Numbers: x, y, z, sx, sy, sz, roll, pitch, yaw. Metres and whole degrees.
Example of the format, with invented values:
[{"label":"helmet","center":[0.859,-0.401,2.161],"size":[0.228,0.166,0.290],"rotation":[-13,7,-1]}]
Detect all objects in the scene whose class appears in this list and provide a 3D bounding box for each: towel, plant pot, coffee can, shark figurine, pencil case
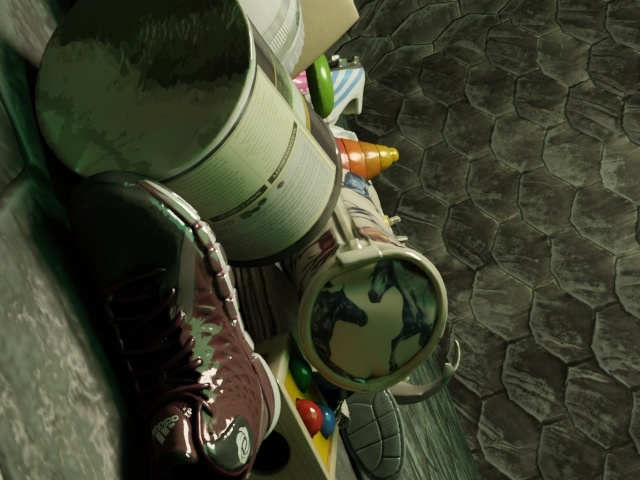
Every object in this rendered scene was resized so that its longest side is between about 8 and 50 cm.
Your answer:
[{"label":"towel","center":[-0.034,0.133,1.141],"size":[0.282,0.049,0.187],"rotation":[53,17,-55]},{"label":"plant pot","center":[-0.090,-0.346,1.296],"size":[0.256,0.274,0.257],"rotation":[-24,90,-80]},{"label":"coffee can","center":[-0.110,-0.103,0.812],"size":[0.275,0.201,0.202],"rotation":[44,25,-67]},{"label":"shark figurine","center":[0.104,0.234,1.380],"size":[0.116,0.278,0.166],"rotation":[-4,100,-48]},{"label":"pencil case","center":[0.032,0.025,1.016],"size":[0.410,0.159,0.184],"rotation":[-112,179,-72]}]

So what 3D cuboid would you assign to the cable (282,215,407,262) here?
[{"label":"cable","center":[0.023,0.027,1.274],"size":[0.072,0.287,0.140],"rotation":[-41,-123,58]}]

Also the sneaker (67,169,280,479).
[{"label":"sneaker","center":[-0.113,0.090,0.644],"size":[0.281,0.106,0.162],"rotation":[61,16,-24]}]

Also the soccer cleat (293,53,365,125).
[{"label":"soccer cleat","center":[-0.026,-0.276,1.646],"size":[0.331,0.116,0.143],"rotation":[-22,116,-42]}]

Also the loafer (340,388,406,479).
[{"label":"loafer","center":[0.064,0.243,1.306],"size":[0.084,0.096,0.268],"rotation":[54,12,-75]}]

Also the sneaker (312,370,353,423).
[{"label":"sneaker","center":[0.007,0.197,0.986],"size":[0.188,0.067,0.078],"rotation":[121,-38,-61]}]

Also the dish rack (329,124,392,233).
[{"label":"dish rack","center":[0.017,-0.094,1.551],"size":[0.285,0.072,0.333],"rotation":[5,59,-49]}]

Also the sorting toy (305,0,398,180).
[{"label":"sorting toy","center":[0.047,-0.256,1.437],"size":[0.127,0.126,0.366],"rotation":[-177,-105,-84]}]

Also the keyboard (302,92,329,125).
[{"label":"keyboard","center":[-0.081,-0.223,1.480],"size":[0.038,0.192,0.100],"rotation":[-27,-101,55]}]

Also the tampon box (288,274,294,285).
[{"label":"tampon box","center":[0.044,0.057,1.368],"size":[0.161,0.101,0.120],"rotation":[11,44,-31]}]

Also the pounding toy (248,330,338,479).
[{"label":"pounding toy","center":[-0.026,0.222,0.830],"size":[0.181,0.094,0.206],"rotation":[-78,143,-74]}]

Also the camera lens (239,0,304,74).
[{"label":"camera lens","center":[-0.155,-0.304,0.990],"size":[0.274,0.219,0.219],"rotation":[49,19,-61]}]
